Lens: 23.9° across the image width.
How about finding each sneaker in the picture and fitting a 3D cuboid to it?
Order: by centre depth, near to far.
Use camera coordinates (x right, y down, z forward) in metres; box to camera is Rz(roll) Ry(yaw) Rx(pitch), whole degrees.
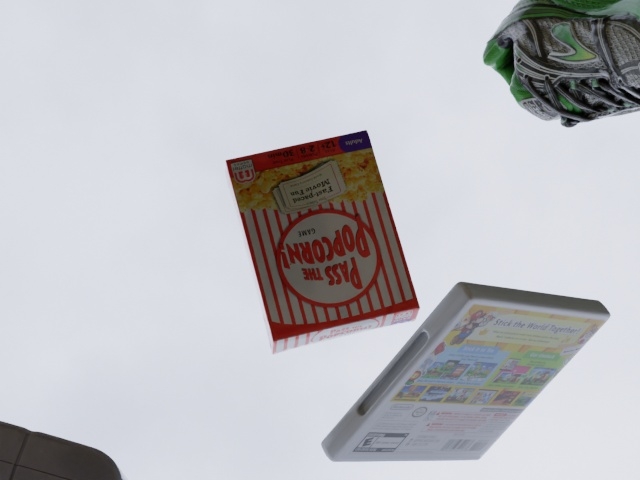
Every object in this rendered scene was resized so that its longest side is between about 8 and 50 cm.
[{"bbox_3d":[0.260,-0.147,1.338,0.146,0.134,0.343,-47,-156,2],"label":"sneaker"}]

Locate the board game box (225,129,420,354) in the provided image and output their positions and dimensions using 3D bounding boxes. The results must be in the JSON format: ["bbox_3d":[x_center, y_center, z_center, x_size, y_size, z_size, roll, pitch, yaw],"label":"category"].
[{"bbox_3d":[0.000,0.000,1.474,0.147,0.045,0.193,-13,-109,-8],"label":"board game box"}]

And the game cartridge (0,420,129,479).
[{"bbox_3d":[-0.256,0.162,1.017,0.297,0.198,0.062,10,-119,12],"label":"game cartridge"}]

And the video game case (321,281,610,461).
[{"bbox_3d":[0.135,0.124,1.366,0.227,0.206,0.026,9,-143,-48],"label":"video game case"}]
